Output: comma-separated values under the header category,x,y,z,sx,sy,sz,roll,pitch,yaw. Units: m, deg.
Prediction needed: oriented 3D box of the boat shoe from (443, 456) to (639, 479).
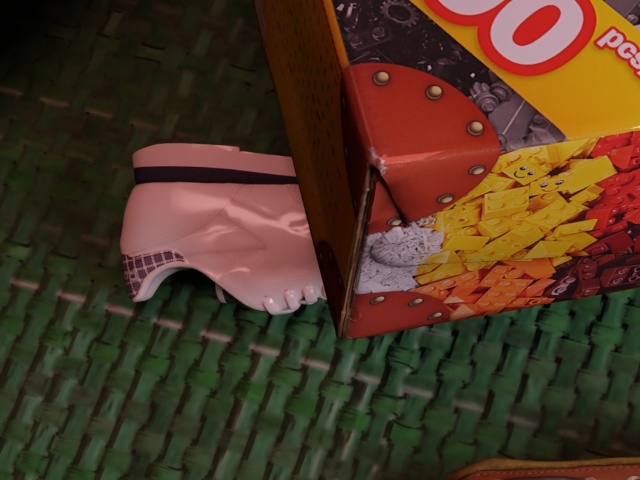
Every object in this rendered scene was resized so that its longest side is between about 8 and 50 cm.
category,x,y,z,sx,sy,sz,roll,pitch,yaw
boat shoe,0.213,0.142,0.963,0.307,0.110,0.104,-8,64,1

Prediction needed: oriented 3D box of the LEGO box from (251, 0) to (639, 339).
category,x,y,z,sx,sy,sz,roll,pitch,yaw
LEGO box,0.141,-0.226,1.035,0.373,0.193,0.500,-10,62,-9

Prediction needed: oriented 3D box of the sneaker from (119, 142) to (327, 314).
category,x,y,z,sx,sy,sz,roll,pitch,yaw
sneaker,0.000,0.000,1.080,0.235,0.090,0.094,5,83,8
